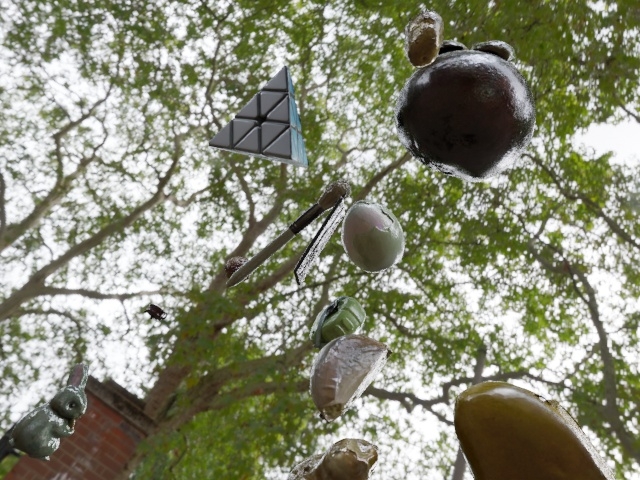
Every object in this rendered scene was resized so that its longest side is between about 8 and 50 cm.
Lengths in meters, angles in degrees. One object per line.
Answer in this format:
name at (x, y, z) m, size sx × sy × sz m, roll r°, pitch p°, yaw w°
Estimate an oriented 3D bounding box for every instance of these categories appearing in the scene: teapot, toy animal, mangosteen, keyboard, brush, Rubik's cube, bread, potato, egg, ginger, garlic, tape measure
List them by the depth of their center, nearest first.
potato at (0.128, -0.248, 0.630) m, size 0.040 × 0.083 × 0.051 m, roll 26°, pitch -32°, yaw -30°
ginger at (-0.029, 0.456, 0.779) m, size 0.256 × 0.375 × 0.176 m, roll 30°, pitch 6°, yaw -44°
keyboard at (0.000, 0.000, 0.817) m, size 0.010 × 0.155 × 0.053 m, roll 23°, pitch -26°, yaw 19°
garlic at (0.038, 0.230, 0.914) m, size 0.101 × 0.195 × 0.087 m, roll 25°, pitch -54°, yaw 28°
brush at (-0.060, -0.007, 0.945) m, size 0.299 × 0.039 × 0.042 m, roll -42°, pitch -90°, yaw 1°
mangosteen at (0.312, -0.275, 1.073) m, size 0.300 × 0.300 × 0.300 m, roll 16°, pitch -47°, yaw 17°
toy animal at (-0.690, 0.449, 1.356) m, size 0.125 × 0.251 × 0.127 m, roll 36°, pitch -16°, yaw -5°
Rubik's cube at (-0.128, -0.295, 1.414) m, size 0.229 × 0.233 × 0.228 m, roll 46°, pitch -38°, yaw 1°
tape measure at (0.047, 0.238, 1.492) m, size 0.175 × 0.200 × 0.106 m, roll -39°, pitch -87°, yaw 23°
bread at (-0.239, 0.080, 1.508) m, size 0.085 × 0.085 × 0.053 m, roll 15°, pitch -55°, yaw 18°
egg at (0.148, -0.019, 1.511) m, size 0.183 × 0.183 × 0.217 m, roll -13°, pitch -69°, yaw 37°
teapot at (-0.575, 0.256, 1.782) m, size 0.100 × 0.045 × 0.068 m, roll 14°, pitch -34°, yaw 27°

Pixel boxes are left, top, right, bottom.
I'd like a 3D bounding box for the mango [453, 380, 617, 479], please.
mango at (0.273, 0.291, 0.645) m, size 0.167 × 0.130 × 0.262 m, roll -31°, pitch -95°, yaw 5°
